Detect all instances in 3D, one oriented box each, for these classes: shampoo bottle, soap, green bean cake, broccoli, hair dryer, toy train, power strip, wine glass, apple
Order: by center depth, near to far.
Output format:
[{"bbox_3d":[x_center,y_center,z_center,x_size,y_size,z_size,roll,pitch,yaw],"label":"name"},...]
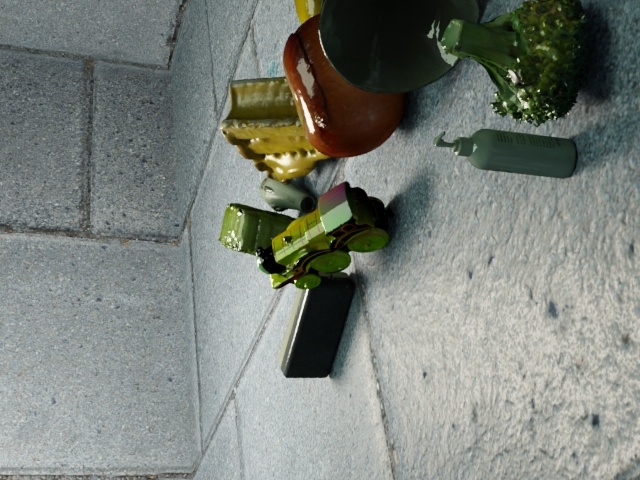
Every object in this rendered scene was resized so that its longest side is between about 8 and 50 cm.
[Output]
[{"bbox_3d":[0.251,-0.239,1.332,0.220,0.194,0.194,-103,24,-56],"label":"broccoli"},{"bbox_3d":[0.236,-0.117,1.334,0.056,0.195,0.056,-175,90,-73],"label":"shampoo bottle"},{"bbox_3d":[0.108,-0.474,1.769,0.406,0.267,0.267,-98,21,-48],"label":"wine glass"},{"bbox_3d":[0.045,-0.292,1.921,0.251,0.206,0.272,81,170,-56],"label":"apple"},{"bbox_3d":[0.000,0.000,1.970,0.296,0.160,0.100,-33,53,32],"label":"toy train"},{"bbox_3d":[-0.009,0.173,2.149,0.070,0.105,0.257,-118,38,-52],"label":"power strip"},{"bbox_3d":[-0.005,-0.236,2.261,0.304,0.338,0.169,40,-125,-60],"label":"soap"},{"bbox_3d":[-0.128,-0.015,2.414,0.214,0.200,0.113,-163,87,-75],"label":"green bean cake"},{"bbox_3d":[-0.053,-0.173,2.449,0.267,0.092,0.229,-66,32,22],"label":"hair dryer"}]

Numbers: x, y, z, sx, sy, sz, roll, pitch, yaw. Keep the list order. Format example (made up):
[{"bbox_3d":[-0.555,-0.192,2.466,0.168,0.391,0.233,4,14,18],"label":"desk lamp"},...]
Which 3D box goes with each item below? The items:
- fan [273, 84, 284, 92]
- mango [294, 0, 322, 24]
[{"bbox_3d":[-0.023,-0.352,2.103,0.182,0.310,0.010,-15,108,36],"label":"fan"},{"bbox_3d":[-0.002,-0.627,2.281,0.195,0.142,0.332,-140,54,-74],"label":"mango"}]
